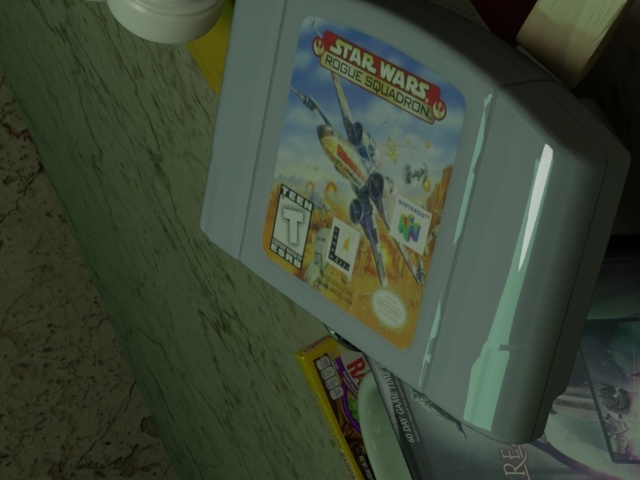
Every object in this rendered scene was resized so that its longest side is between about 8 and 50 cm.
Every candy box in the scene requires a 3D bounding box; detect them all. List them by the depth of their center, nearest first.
[{"bbox_3d":[0.059,0.182,1.589,0.027,0.105,0.206,12,129,63],"label":"candy box"}]

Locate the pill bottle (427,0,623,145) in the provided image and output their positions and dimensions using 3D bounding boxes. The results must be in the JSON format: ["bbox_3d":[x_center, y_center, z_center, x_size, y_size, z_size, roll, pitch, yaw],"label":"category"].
[{"bbox_3d":[0.087,-0.121,0.954,0.221,0.121,0.121,57,164,13],"label":"pill bottle"}]

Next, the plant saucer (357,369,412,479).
[{"bbox_3d":[0.178,0.272,1.375,0.400,0.100,0.400,55,164,25],"label":"plant saucer"}]

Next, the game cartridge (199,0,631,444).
[{"bbox_3d":[0.038,-0.039,0.880,0.297,0.062,0.198,33,125,42],"label":"game cartridge"}]

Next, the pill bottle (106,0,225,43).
[{"bbox_3d":[-0.109,-0.269,1.225,0.131,0.131,0.229,56,151,21],"label":"pill bottle"}]

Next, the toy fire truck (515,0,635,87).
[{"bbox_3d":[0.174,-0.122,0.687,0.217,0.158,0.246,63,-175,15],"label":"toy fire truck"}]

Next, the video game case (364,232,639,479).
[{"bbox_3d":[0.160,0.085,0.950,0.274,0.026,0.196,-5,121,29],"label":"video game case"}]

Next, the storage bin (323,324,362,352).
[{"bbox_3d":[0.066,-0.005,1.084,0.122,0.180,0.084,56,129,20],"label":"storage bin"}]

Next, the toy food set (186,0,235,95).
[{"bbox_3d":[-0.058,-0.194,1.362,0.218,0.071,0.128,62,142,27],"label":"toy food set"}]
